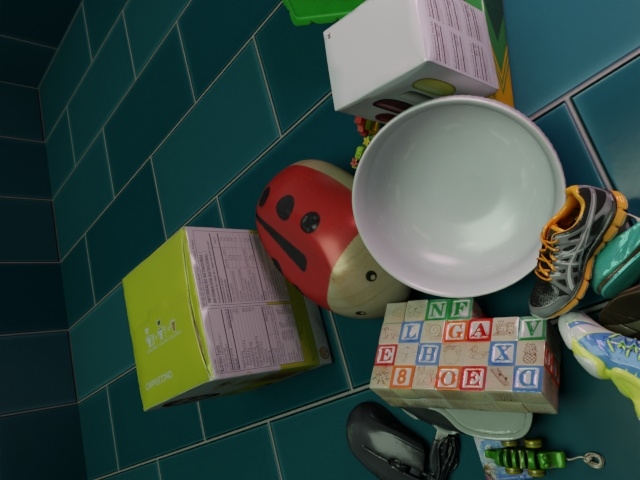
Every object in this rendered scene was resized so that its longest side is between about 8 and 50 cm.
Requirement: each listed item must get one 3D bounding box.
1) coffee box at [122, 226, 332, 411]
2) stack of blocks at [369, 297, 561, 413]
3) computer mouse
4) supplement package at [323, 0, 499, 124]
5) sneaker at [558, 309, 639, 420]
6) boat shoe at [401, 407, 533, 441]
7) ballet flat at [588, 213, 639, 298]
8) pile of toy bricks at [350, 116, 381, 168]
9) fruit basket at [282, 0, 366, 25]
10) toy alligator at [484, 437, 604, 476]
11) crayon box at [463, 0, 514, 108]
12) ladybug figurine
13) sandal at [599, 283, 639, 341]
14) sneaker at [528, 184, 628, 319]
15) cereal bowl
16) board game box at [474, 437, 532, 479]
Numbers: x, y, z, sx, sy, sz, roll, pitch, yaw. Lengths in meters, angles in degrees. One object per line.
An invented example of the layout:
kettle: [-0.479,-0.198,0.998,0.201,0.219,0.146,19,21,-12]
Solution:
coffee box: [-0.235,0.189,1.351,0.337,0.334,0.338,-32,66,42]
stack of blocks: [0.245,0.192,0.960,0.297,0.087,0.171,-9,50,37]
computer mouse: [0.140,0.419,1.134,0.272,0.072,0.188,19,103,46]
supplement package: [0.149,-0.298,0.935,0.194,0.203,0.149,-18,75,45]
sneaker: [0.458,0.167,0.787,0.240,0.091,0.126,49,127,22]
boat shoe: [0.247,0.292,1.015,0.302,0.091,0.114,12,62,48]
ballet flat: [0.470,-0.022,0.793,0.247,0.083,0.087,-50,41,31]
pile of toy bricks: [0.104,-0.167,1.168,0.118,0.105,0.212,24,106,45]
fruit basket: [0.105,-0.627,1.129,0.392,0.283,0.392,-20,38,16]
toy alligator: [0.349,0.351,0.905,0.190,0.051,0.056,-11,78,37]
crayon box: [0.245,-0.290,1.041,0.202,0.081,0.318,-12,80,46]
ladybug figurine: [0.000,0.000,1.191,0.449,0.162,0.305,39,135,40]
sandal: [0.480,0.068,0.780,0.090,0.060,0.219,39,138,23]
sneaker: [0.356,0.015,0.826,0.084,0.083,0.215,-125,57,-71]
cereal bowl: [0.232,-0.081,0.956,0.339,0.141,0.339,7,112,17]
board game box: [0.319,0.371,0.981,0.090,0.020,0.090,-31,66,41]
